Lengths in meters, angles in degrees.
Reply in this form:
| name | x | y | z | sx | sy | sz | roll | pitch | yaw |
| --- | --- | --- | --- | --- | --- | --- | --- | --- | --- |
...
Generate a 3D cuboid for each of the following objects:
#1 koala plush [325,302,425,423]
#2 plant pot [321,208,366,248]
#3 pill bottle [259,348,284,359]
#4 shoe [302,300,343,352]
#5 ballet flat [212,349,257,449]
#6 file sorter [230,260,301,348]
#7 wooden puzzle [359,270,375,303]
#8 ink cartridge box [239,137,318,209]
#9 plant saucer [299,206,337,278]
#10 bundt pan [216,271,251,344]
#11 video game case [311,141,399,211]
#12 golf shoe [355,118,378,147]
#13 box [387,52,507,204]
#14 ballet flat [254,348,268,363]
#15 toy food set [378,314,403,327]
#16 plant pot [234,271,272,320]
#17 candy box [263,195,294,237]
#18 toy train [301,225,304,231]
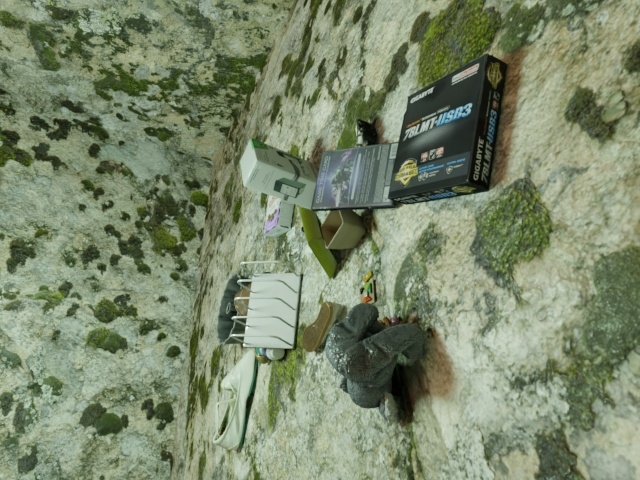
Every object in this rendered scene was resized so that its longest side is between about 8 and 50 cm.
| name | x | y | z | sx | sy | sz | roll | pitch | yaw |
| --- | --- | --- | --- | --- | --- | --- | --- | --- | --- |
| koala plush | 0.108 | 0.296 | 1.077 | 0.196 | 0.203 | 0.222 | 22 | 127 | 39 |
| plant pot | 0.074 | -0.037 | 1.433 | 0.109 | 0.096 | 0.109 | -58 | 28 | 33 |
| pill bottle | -0.177 | 0.408 | 1.756 | 0.120 | 0.067 | 0.067 | -9 | 68 | 64 |
| shoe | 0.007 | 0.271 | 1.465 | 0.077 | 0.058 | 0.219 | 56 | 134 | 34 |
| ballet flat | -0.355 | 0.643 | 1.928 | 0.139 | 0.139 | 0.401 | -16 | 62 | 62 |
| file sorter | -0.196 | 0.228 | 1.670 | 0.173 | 0.192 | 0.278 | 53 | -142 | -62 |
| wooden puzzle | 0.128 | 0.149 | 1.312 | 0.078 | 0.014 | 0.117 | -50 | 35 | 44 |
| ink cartridge box | -0.149 | -0.255 | 1.811 | 0.122 | 0.289 | 0.211 | -60 | 28 | 24 |
| plant saucer | 0.000 | 0.000 | 1.531 | 0.045 | 0.188 | 0.188 | -24 | 41 | 8 |
| bundt pan | -0.361 | 0.315 | 2.139 | 0.331 | 0.124 | 0.331 | -42 | 41 | 51 |
| video game case | 0.105 | -0.183 | 1.375 | 0.274 | 0.026 | 0.196 | 0 | 71 | 36 |
| golf shoe | 0.134 | -0.302 | 1.484 | 0.094 | 0.077 | 0.198 | -53 | 31 | 40 |
| box | 0.291 | -0.246 | 1.123 | 0.295 | 0.073 | 0.294 | -4 | 74 | 64 |
| ballet flat | -0.245 | 0.399 | 1.909 | 0.232 | 0.079 | 0.073 | -104 | 7 | -51 |
| toy food set | 0.170 | 0.222 | 1.171 | 0.122 | 0.019 | 0.078 | -4 | 73 | 64 |
| plant pot | -0.232 | 0.220 | 1.892 | 0.165 | 0.166 | 0.167 | -45 | 37 | 34 |
| candy box | -0.179 | -0.127 | 2.063 | 0.164 | 0.070 | 0.197 | -28 | 52 | 59 |
| toy train | -0.037 | -0.031 | 1.743 | 0.158 | 0.036 | 0.027 | 27 | 101 | 65 |
